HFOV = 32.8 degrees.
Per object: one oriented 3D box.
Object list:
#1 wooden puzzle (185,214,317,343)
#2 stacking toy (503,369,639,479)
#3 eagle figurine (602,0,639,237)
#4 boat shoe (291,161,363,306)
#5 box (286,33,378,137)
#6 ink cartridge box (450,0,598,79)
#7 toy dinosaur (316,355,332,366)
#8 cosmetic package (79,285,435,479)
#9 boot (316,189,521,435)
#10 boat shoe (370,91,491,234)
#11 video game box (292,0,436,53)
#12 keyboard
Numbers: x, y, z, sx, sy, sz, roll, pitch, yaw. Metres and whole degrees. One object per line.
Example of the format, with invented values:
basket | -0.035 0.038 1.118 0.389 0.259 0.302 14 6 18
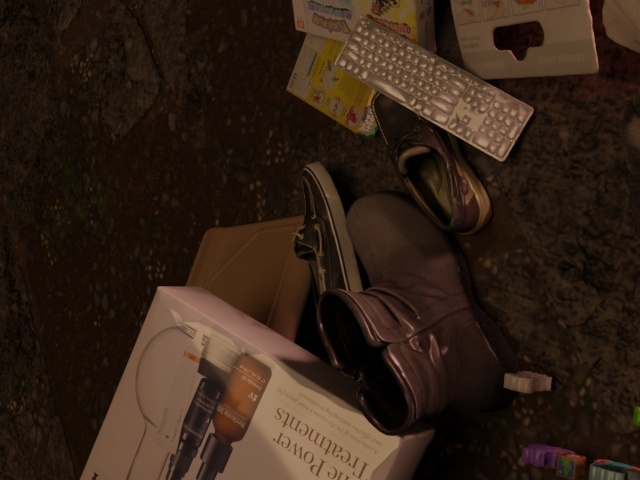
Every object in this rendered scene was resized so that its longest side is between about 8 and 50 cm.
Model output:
wooden puzzle | -0.103 0.075 1.539 0.239 0.044 0.221 -4 61 43
stacking toy | 0.284 0.244 1.175 0.221 0.052 0.167 11 97 43
eagle figurine | 0.386 -0.102 0.993 0.225 0.226 0.298 -4 79 25
boat shoe | 0.000 0.000 1.438 0.078 0.070 0.219 110 146 -69
box | 0.037 -0.213 1.452 0.179 0.043 0.105 38 114 42
ink cartridge box | 0.228 -0.373 1.170 0.308 0.091 0.385 -159 58 -71
toy dinosaur | 0.011 0.262 1.393 0.121 0.160 0.313 -38 70 22
cosmetic package | -0.088 0.262 1.305 0.377 0.097 0.284 28 102 28
boot | 0.078 0.063 1.265 0.118 0.223 0.338 -55 53 29
boat shoe | 0.124 -0.103 1.320 0.080 0.073 0.223 -42 67 29
video game box | 0.047 -0.334 1.360 0.205 0.048 0.187 21 137 33
keyboard | 0.132 -0.186 1.311 0.256 0.014 0.072 33 94 23
